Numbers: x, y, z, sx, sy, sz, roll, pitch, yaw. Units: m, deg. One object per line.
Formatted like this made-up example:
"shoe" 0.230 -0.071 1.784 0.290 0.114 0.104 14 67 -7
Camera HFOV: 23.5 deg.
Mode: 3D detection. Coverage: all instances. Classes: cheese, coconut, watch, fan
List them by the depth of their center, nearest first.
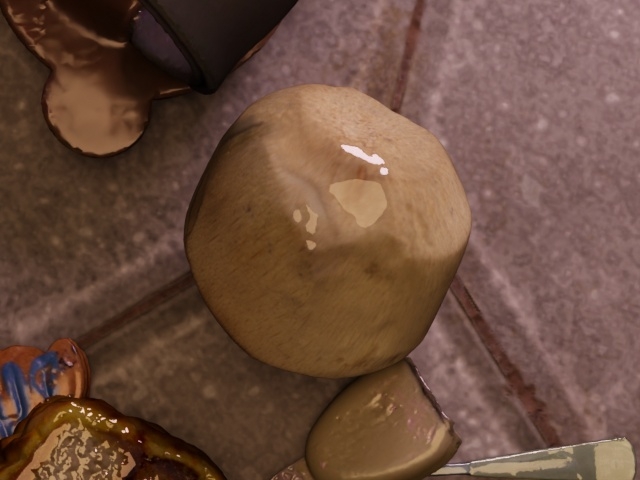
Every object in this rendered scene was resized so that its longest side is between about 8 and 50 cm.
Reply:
"watch" -0.152 -0.263 1.104 0.335 0.327 0.314 43 82 4
"coconut" 0.000 0.000 1.150 0.224 0.224 0.224 0 82 -3
"cheese" 0.010 0.171 1.193 0.192 0.037 0.097 -31 67 0
"fan" 0.153 0.177 1.215 0.193 0.016 0.038 -2 79 -4

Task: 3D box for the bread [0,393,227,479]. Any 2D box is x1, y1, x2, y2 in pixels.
"bread" -0.184 0.225 1.126 0.181 0.096 0.222 35 80 -10

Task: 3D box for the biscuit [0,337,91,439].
"biscuit" -0.303 0.160 1.183 0.280 0.043 0.183 -29 78 -8
